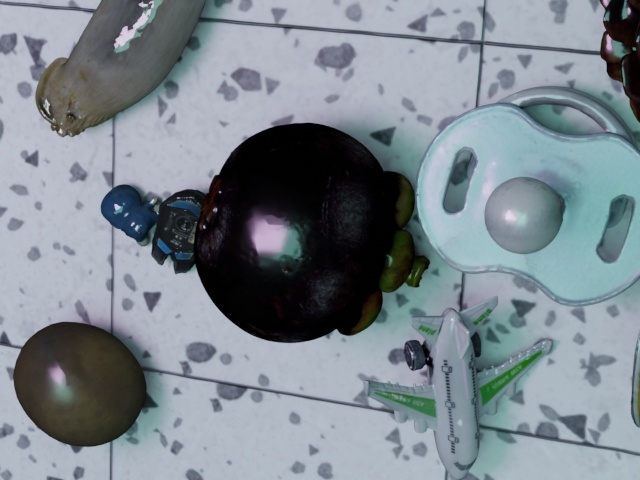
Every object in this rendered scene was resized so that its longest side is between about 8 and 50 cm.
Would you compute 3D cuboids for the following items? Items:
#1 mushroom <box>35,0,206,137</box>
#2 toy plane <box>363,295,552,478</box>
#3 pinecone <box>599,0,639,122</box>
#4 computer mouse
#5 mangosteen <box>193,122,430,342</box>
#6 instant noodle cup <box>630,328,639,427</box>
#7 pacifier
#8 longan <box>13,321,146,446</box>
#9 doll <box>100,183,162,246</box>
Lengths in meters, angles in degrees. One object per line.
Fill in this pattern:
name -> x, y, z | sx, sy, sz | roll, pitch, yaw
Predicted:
mushroom -> -0.241, -0.293, 1.674 | 0.177, 0.126, 0.397 | 32, 113, 17
toy plane -> 0.170, 0.188, 1.659 | 0.251, 0.101, 0.255 | -11, 119, -15
pinecone -> 0.459, -0.213, 1.378 | 0.298, 0.296, 0.242 | 28, 69, -16
computer mouse -> -0.183, -0.016, 1.765 | 0.079, 0.047, 0.135 | 25, 119, 1
mangosteen -> 0.000, 0.000, 1.615 | 0.302, 0.275, 0.275 | 18, 112, -21
instant noodle cup -> 0.500, 0.121, 1.435 | 0.254, 0.326, 0.325 | 13, 107, 26
pacifier -> 0.248, -0.049, 1.506 | 0.300, 0.233, 0.244 | 17, 105, 13
longan -> -0.337, 0.198, 1.815 | 0.189, 0.189, 0.189 | 5, 105, 18
doll -> -0.258, -0.040, 1.785 | 0.083, 0.050, 0.076 | 40, 108, 8
